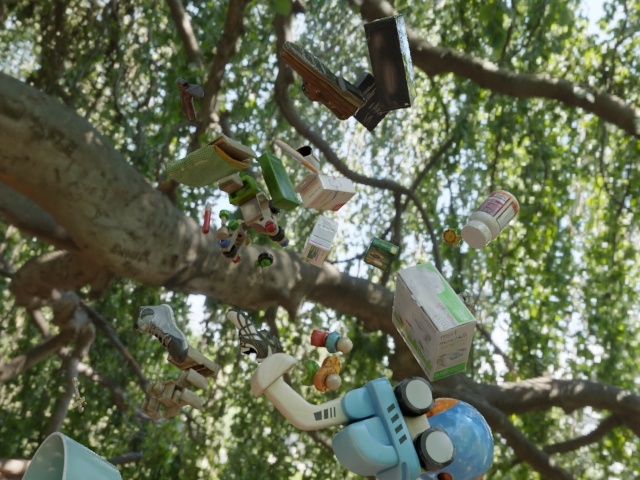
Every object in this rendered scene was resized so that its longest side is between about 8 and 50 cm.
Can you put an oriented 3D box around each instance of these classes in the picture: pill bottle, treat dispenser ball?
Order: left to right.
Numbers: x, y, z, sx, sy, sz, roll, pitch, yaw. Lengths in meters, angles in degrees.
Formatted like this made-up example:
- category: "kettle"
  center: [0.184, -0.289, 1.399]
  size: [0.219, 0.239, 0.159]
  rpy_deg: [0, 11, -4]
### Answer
- category: "treat dispenser ball"
  center: [0.410, 0.656, 1.934]
  size: [0.288, 0.288, 0.288]
  rpy_deg: [12, -18, 4]
- category: "pill bottle"
  center: [0.601, -0.074, 2.132]
  size: [0.121, 0.221, 0.121]
  rpy_deg: [34, -32, 25]

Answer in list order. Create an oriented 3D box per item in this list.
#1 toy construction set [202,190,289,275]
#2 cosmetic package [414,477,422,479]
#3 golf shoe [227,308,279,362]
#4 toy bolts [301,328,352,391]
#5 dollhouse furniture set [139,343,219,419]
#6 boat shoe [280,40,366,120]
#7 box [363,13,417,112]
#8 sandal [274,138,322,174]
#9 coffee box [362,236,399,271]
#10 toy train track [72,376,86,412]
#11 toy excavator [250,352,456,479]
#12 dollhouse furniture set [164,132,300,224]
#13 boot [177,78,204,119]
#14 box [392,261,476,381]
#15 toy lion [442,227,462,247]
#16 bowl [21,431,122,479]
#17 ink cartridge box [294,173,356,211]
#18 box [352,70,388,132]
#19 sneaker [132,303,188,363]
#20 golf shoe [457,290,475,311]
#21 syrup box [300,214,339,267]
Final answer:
- category: "toy construction set"
  center: [-0.272, -0.073, 2.168]
  size: [0.309, 0.237, 0.257]
  rpy_deg: [25, -47, -30]
- category: "cosmetic package"
  center: [0.260, 0.702, 1.341]
  size: [0.138, 0.224, 0.224]
  rpy_deg: [-27, 12, -13]
- category: "golf shoe"
  center: [-0.213, 0.272, 1.722]
  size: [0.198, 0.094, 0.077]
  rpy_deg: [33, -18, 28]
- category: "toy bolts"
  center: [0.057, 0.459, 2.295]
  size: [0.159, 0.228, 0.218]
  rpy_deg: [8, 0, 40]
- category: "dollhouse furniture set"
  center: [-0.475, 0.516, 2.111]
  size: [0.212, 0.242, 0.161]
  rpy_deg: [-22, -51, 29]
- category: "boat shoe"
  center: [-0.007, -0.452, 1.751]
  size: [0.307, 0.110, 0.104]
  rpy_deg: [32, -58, -27]
- category: "box"
  center: [0.217, -0.540, 1.826]
  size: [0.103, 0.261, 0.184]
  rpy_deg: [-8, 20, 16]
- category: "sandal"
  center: [-0.065, -0.339, 2.330]
  size: [0.102, 0.076, 0.265]
  rpy_deg: [34, 1, 44]
- category: "coffee box"
  center: [0.240, 0.057, 2.400]
  size: [0.113, 0.040, 0.184]
  rpy_deg: [24, -25, 6]
- category: "toy train track"
  center: [-0.558, 0.357, 1.389]
  size: [0.014, 0.083, 0.048]
  rpy_deg: [-9, 7, 11]
- category: "toy excavator"
  center: [0.076, 0.481, 1.615]
  size: [0.445, 0.432, 0.222]
  rpy_deg: [-8, -26, -28]
- category: "dollhouse furniture set"
  center: [-0.225, -0.139, 1.570]
  size: [0.198, 0.151, 0.301]
  rpy_deg: [-28, -18, 20]
- category: "boot"
  center: [-0.347, -0.369, 1.629]
  size: [0.106, 0.037, 0.114]
  rpy_deg: [39, -36, 32]
- category: "box"
  center: [0.325, 0.237, 1.780]
  size: [0.127, 0.262, 0.231]
  rpy_deg: [-15, -48, -15]
- category: "toy lion"
  center: [0.630, -0.022, 2.834]
  size: [0.096, 0.100, 0.034]
  rpy_deg: [48, 31, 16]
- category: "bowl"
  center: [-0.506, 0.560, 1.212]
  size: [0.163, 0.311, 0.312]
  rpy_deg: [25, -21, -32]
- category: "ink cartridge box"
  center: [0.011, -0.163, 2.059]
  size: [0.198, 0.067, 0.115]
  rpy_deg: [4, -36, -41]
- category: "box"
  center: [0.175, -0.512, 2.212]
  size: [0.158, 0.156, 0.093]
  rpy_deg: [39, 11, -19]
- category: "sneaker"
  center: [-0.485, 0.277, 1.774]
  size: [0.132, 0.086, 0.228]
  rpy_deg: [10, 29, -41]
- category: "golf shoe"
  center: [0.491, 0.220, 2.105]
  size: [0.086, 0.069, 0.176]
  rpy_deg: [-24, -24, 18]
- category: "syrup box"
  center: [0.000, 0.000, 2.457]
  size: [0.096, 0.237, 0.093]
  rpy_deg: [24, -58, -1]
